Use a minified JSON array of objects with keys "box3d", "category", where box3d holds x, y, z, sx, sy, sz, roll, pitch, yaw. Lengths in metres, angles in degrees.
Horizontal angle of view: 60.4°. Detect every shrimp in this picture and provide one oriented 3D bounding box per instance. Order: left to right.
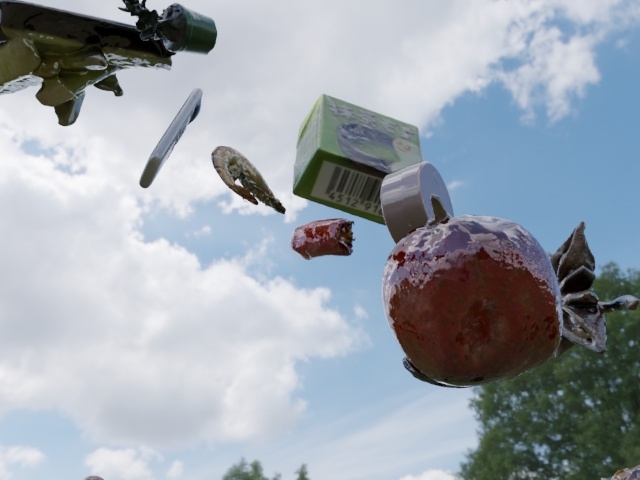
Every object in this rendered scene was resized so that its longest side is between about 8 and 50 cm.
[{"box3d":[-0.178,-0.140,1.352,0.053,0.133,0.236,-40,-83,23],"category":"shrimp"}]

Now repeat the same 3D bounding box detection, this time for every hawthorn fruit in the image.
[{"box3d":[0.183,0.058,0.690,0.215,0.250,0.215,-21,1,0],"category":"hawthorn fruit"}]

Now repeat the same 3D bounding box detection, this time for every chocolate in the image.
[{"box3d":[0.097,-0.192,1.283,0.300,0.289,0.137,17,-50,-13],"category":"chocolate"}]

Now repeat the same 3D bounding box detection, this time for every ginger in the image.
[{"box3d":[-0.504,-0.326,1.048,0.413,0.358,0.211,3,-72,-25],"category":"ginger"}]

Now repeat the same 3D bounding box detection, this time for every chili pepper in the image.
[{"box3d":[0.000,0.000,1.006,0.123,0.070,0.073,-11,-79,41],"category":"chili pepper"}]

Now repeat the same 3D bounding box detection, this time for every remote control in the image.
[{"box3d":[-0.238,-0.174,0.906,0.029,0.261,0.067,27,-55,-15],"category":"remote control"}]

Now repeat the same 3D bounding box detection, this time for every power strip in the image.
[{"box3d":[0.169,-0.057,0.943,0.078,0.154,0.154,-15,-38,32],"category":"power strip"}]

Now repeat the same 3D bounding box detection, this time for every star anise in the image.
[{"box3d":[0.538,0.129,1.178,0.108,0.293,0.350,2,-36,-12],"category":"star anise"}]

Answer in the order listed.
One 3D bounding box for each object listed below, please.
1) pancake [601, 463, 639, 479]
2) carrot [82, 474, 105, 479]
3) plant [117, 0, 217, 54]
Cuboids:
[{"box3d":[0.180,0.253,0.207,0.356,0.356,0.065,-23,-58,23],"category":"pancake"},{"box3d":[-0.332,0.400,0.726,0.047,0.191,0.047,2,-58,2],"category":"carrot"},{"box3d":[-0.159,-0.222,0.567,0.102,0.051,0.051,-1,-31,-45],"category":"plant"}]
